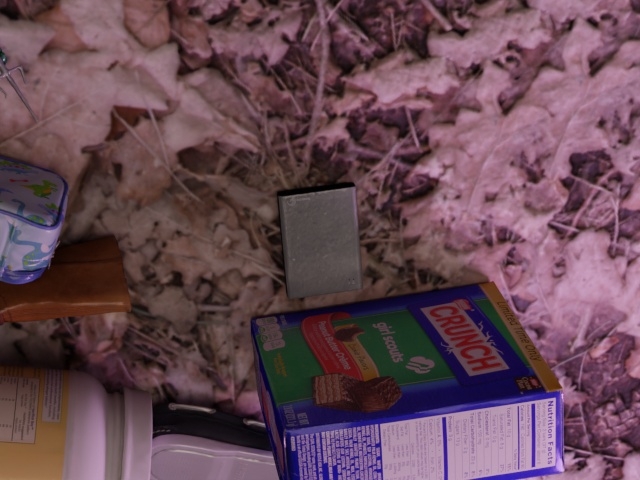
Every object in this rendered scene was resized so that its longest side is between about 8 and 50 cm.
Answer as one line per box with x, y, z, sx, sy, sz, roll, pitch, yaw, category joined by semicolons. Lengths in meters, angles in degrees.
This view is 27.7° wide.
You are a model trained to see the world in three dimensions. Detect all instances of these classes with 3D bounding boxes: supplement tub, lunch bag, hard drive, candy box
-0.370;0.261;1.483;0.331;0.241;0.241;6;109;-12;supplement tub
-0.385;-0.042;1.403;0.219;0.176;0.090;17;112;-14;lunch bag
0.000;0.000;1.570;0.094;0.022;0.135;-8;111;-7;hard drive
0.094;0.176;1.522;0.317;0.268;0.122;-7;115;-9;candy box

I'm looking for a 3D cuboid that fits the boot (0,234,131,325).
-0.346;0.090;1.414;0.280;0.264;0.096;-4;115;-7;boot

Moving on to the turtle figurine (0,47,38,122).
-0.422;-0.164;1.368;0.234;0.175;0.118;42;116;-13;turtle figurine

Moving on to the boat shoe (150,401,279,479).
-0.074;0.270;1.622;0.303;0.091;0.114;20;125;-19;boat shoe
